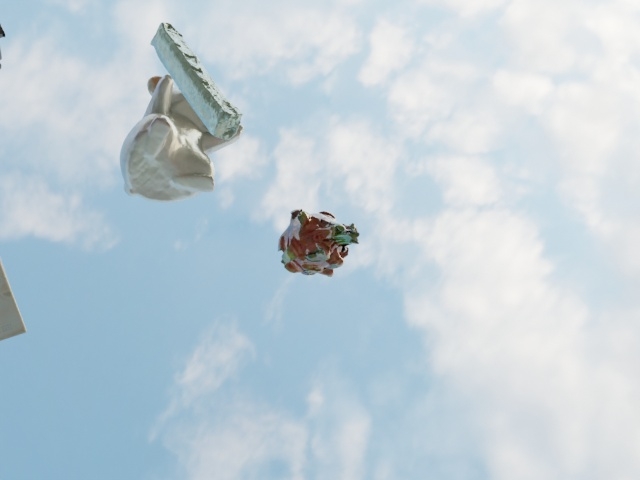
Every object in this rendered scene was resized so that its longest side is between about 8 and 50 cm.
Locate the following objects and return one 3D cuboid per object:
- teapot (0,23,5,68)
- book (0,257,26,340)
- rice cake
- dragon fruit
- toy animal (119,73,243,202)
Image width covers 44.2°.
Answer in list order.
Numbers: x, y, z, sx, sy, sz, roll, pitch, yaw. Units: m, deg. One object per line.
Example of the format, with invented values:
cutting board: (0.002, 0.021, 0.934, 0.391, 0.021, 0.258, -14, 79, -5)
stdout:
teapot: (-0.489, -0.283, 1.093, 0.096, 0.087, 0.177, -21, -116, -25)
book: (-0.419, 0.055, 0.875, 0.138, 0.199, 0.016, -18, -136, -20)
rice cake: (-0.088, -0.113, 0.550, 0.021, 0.022, 0.121, 8, -144, -45)
dragon fruit: (-0.003, -0.003, 1.570, 0.137, 0.236, 0.135, 10, -104, -18)
toy animal: (-0.203, -0.178, 1.168, 0.140, 0.138, 0.283, 42, -140, -25)
